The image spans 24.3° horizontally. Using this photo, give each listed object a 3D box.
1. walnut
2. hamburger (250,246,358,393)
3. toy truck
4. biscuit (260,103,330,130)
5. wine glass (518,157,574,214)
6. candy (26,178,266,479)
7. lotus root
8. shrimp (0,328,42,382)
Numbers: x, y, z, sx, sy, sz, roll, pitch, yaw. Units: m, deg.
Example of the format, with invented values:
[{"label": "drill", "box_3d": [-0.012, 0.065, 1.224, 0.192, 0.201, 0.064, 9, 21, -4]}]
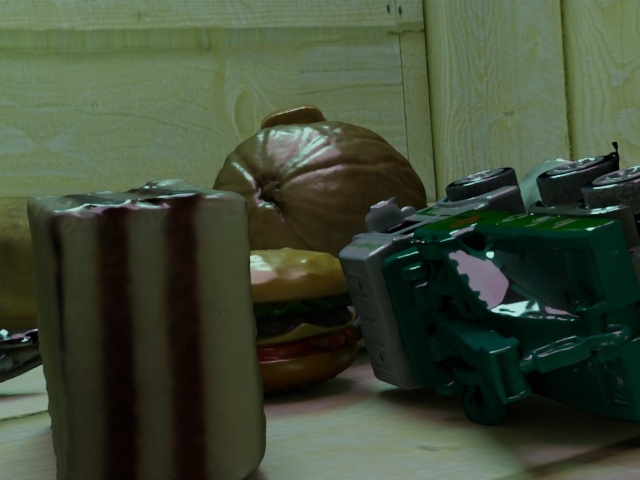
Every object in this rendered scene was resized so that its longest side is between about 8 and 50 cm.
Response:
[{"label": "walnut", "box_3d": [0.000, 0.000, 1.386, 0.228, 0.228, 0.228, -4, 4, 0]}, {"label": "hamburger", "box_3d": [-0.046, 0.064, 1.208, 0.162, 0.115, 0.162, -3, 2, 0]}, {"label": "toy truck", "box_3d": [0.136, 0.039, 1.037, 0.178, 0.177, 0.363, -18, 8, -14]}, {"label": "biscuit", "box_3d": [-0.004, -0.022, 1.507, 0.144, 0.236, 0.040, -15, 21, -4]}, {"label": "wine glass", "box_3d": [0.270, -0.017, 1.918, 0.156, 0.156, 0.232, -2, 10, 33]}, {"label": "candy", "box_3d": [-0.122, 0.053, 0.991, 0.135, 0.180, 0.320, -6, 4, -13]}, {"label": "lotus root", "box_3d": [-0.357, 0.030, 1.658, 0.342, 0.152, 0.169, -1, -38, 30]}, {"label": "shrimp", "box_3d": [-0.390, 0.112, 1.333, 0.316, 0.062, 0.164, -7, 1, 3]}]
